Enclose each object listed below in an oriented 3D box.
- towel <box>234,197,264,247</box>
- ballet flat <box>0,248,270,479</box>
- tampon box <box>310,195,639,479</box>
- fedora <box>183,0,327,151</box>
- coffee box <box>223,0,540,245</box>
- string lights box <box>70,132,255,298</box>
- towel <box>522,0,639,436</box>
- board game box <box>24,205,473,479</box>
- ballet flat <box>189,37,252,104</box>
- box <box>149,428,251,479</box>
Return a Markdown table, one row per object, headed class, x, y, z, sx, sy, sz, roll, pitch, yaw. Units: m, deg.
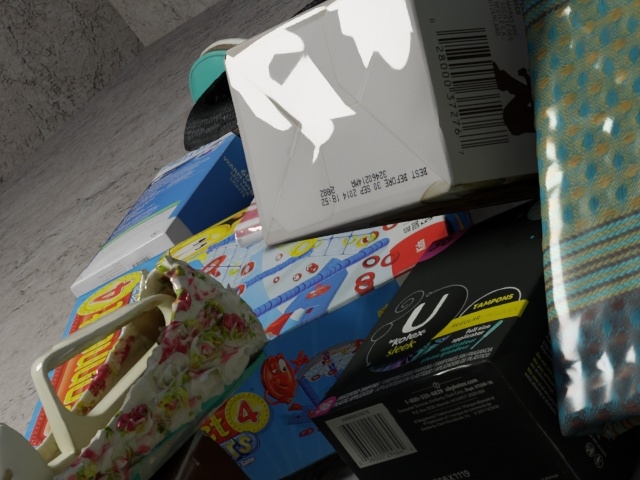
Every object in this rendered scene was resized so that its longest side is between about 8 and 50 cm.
| class | x | y | z | sx | sy | sz | roll | pitch | yaw |
| --- | --- | --- | --- | --- | --- | --- | --- | --- | --- |
| towel | 0.031 | -0.063 | 1.139 | 0.144 | 0.029 | 0.197 | -21 | 21 | 29 |
| ballet flat | -0.118 | 0.095 | 0.738 | 0.091 | 0.077 | 0.241 | -18 | 24 | 49 |
| tampon box | 0.096 | 0.063 | 0.812 | 0.120 | 0.101 | 0.161 | -24 | 20 | 40 |
| fedora | 0.042 | -0.138 | 1.438 | 0.334 | 0.152 | 0.334 | -35 | 15 | 11 |
| coffee box | 0.120 | -0.086 | 0.915 | 0.297 | 0.119 | 0.168 | -10 | -4 | -37 |
| string lights box | -0.140 | -0.018 | 1.650 | 0.133 | 0.077 | 0.260 | -28 | 18 | 30 |
| towel | 0.194 | -0.120 | 0.688 | 0.271 | 0.040 | 0.370 | -22 | 62 | 45 |
| board game box | -0.036 | 0.058 | 1.095 | 0.302 | 0.086 | 0.308 | -27 | 17 | 8 |
| ballet flat | -0.011 | -0.172 | 1.768 | 0.139 | 0.139 | 0.400 | -43 | 20 | -19 |
| box | -0.183 | 0.261 | 0.805 | 0.381 | 0.143 | 0.191 | -32 | 16 | 28 |
